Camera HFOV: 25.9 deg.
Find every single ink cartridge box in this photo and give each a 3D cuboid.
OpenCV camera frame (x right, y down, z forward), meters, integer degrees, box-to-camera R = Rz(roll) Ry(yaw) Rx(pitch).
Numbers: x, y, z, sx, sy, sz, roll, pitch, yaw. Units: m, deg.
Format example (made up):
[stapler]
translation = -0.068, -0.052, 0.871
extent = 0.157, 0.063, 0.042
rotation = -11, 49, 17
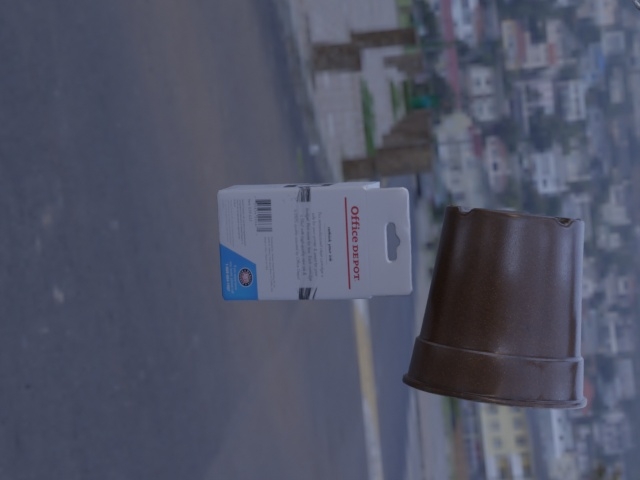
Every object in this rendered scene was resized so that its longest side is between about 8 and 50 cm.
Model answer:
[ink cartridge box]
translation = 0.000, 0.000, 1.289
extent = 0.060, 0.180, 0.104
rotation = -27, 115, -75

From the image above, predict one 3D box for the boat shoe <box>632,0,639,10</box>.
[boat shoe]
translation = 0.415, -0.279, 1.586
extent = 0.156, 0.135, 0.367
rotation = -22, 118, -55

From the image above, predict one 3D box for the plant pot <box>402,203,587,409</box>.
[plant pot]
translation = 0.164, 0.055, 1.245
extent = 0.167, 0.167, 0.165
rotation = -26, 122, -84
